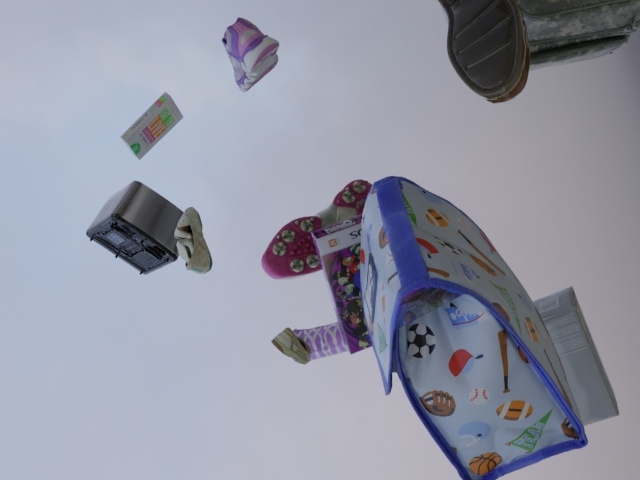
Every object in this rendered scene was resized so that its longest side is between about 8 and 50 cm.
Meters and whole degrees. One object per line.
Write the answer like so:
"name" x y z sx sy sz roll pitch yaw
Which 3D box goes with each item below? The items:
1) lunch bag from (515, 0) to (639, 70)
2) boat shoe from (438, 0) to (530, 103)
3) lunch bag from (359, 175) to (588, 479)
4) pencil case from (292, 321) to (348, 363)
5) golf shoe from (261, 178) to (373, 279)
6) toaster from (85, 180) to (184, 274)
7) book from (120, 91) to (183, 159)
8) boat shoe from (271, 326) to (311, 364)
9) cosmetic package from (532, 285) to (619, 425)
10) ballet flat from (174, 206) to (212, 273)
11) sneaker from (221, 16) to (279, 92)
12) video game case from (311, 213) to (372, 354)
"lunch bag" 0.432 -0.427 1.708 0.256 0.305 0.212 105 150 -66
"boat shoe" 0.233 -0.295 1.281 0.104 0.111 0.307 36 -146 -43
"lunch bag" 0.192 0.119 1.384 0.385 0.239 0.328 55 -167 -29
"pencil case" 0.020 0.236 2.242 0.086 0.206 0.088 50 -152 -69
"golf shoe" 0.000 0.000 1.818 0.306 0.140 0.115 -33 -99 -32
"toaster" -0.372 -0.024 1.923 0.168 0.186 0.110 36 -120 -21
"book" -0.383 -0.260 2.097 0.035 0.144 0.096 39 169 19
"boat shoe" -0.048 0.210 1.863 0.056 0.048 0.153 41 -179 30
"cosmetic package" 0.488 0.228 1.796 0.238 0.107 0.127 63 -162 -11
"ballet flat" -0.237 -0.006 1.678 0.052 0.057 0.168 7 -143 -29
"sneaker" -0.145 -0.368 1.810 0.104 0.095 0.236 44 170 0
"video game case" 0.114 0.057 1.581 0.042 0.210 0.232 -127 19 -65
